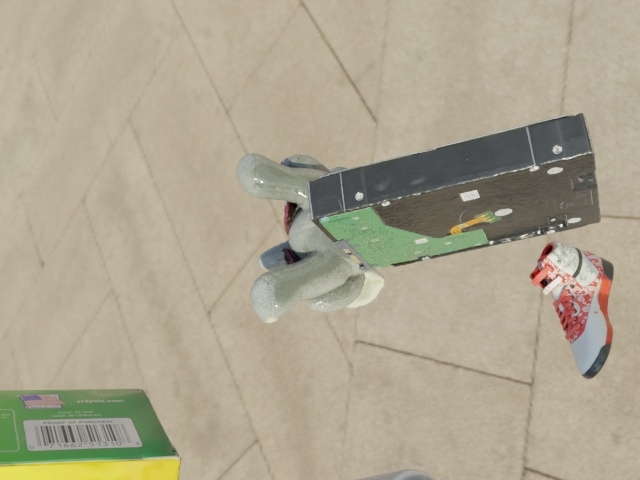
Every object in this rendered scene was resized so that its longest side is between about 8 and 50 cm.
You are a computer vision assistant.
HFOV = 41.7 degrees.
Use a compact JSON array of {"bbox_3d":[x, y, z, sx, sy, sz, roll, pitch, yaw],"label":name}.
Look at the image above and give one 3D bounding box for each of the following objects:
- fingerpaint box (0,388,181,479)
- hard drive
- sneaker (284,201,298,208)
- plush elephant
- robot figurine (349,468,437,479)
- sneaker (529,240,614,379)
[{"bbox_3d":[-0.373,0.325,0.715,0.163,0.445,0.370,-149,65,-63],"label":"fingerpaint box"},{"bbox_3d":[0.179,-0.051,1.080,0.339,0.237,0.064,-14,67,16],"label":"hard drive"},{"bbox_3d":[0.015,-0.023,1.678,0.152,0.114,0.305,-24,39,7],"label":"sneaker"},{"bbox_3d":[0.000,0.000,1.433,0.255,0.330,0.271,133,125,-67],"label":"plush elephant"},{"bbox_3d":[0.100,0.512,1.457,0.353,0.300,0.199,-29,59,45],"label":"robot figurine"},{"bbox_3d":[0.446,0.117,1.520,0.090,0.145,0.270,119,173,-50],"label":"sneaker"}]
